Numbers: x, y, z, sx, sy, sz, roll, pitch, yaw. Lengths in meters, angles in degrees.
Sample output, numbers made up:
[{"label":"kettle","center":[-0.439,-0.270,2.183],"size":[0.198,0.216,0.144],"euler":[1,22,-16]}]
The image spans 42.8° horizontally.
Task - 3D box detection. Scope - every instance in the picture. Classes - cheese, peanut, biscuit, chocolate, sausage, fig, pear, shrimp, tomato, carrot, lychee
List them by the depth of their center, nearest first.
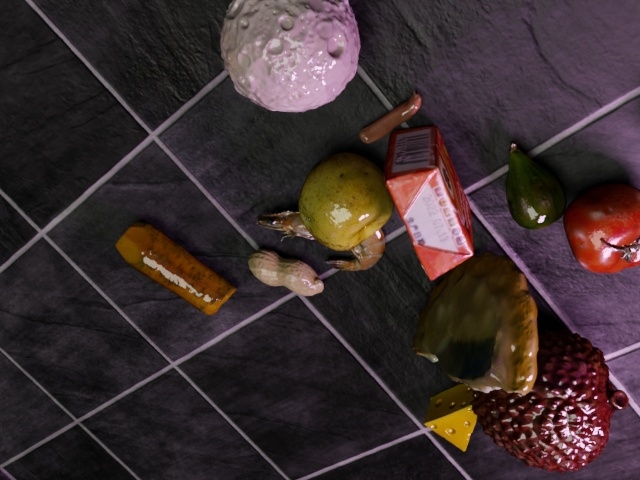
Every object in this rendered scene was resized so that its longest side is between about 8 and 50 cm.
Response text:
[{"label":"tomato","center":[0.541,-0.018,1.545],"size":[0.151,0.187,0.187],"euler":[45,139,39]},{"label":"fig","center":[0.401,-0.109,1.580],"size":[0.117,0.117,0.177],"euler":[-28,92,33]},{"label":"chocolate","center":[0.214,-0.085,1.586],"size":[0.108,0.237,0.234],"euler":[-19,114,16]},{"label":"sausage","center":[0.141,-0.241,1.628],"size":[0.158,0.036,0.042],"euler":[-34,96,34]},{"label":"pear","center":[0.046,-0.087,1.674],"size":[0.197,0.197,0.197],"euler":[10,125,15]},{"label":"biscuit","center":[0.309,0.195,1.704],"size":[0.078,0.329,0.335],"euler":[16,143,-33]},{"label":"lychee","center":[0.479,0.332,1.718],"size":[0.330,0.306,0.306],"euler":[-3,121,31]},{"label":"shrimp","center":[0.000,0.000,1.837],"size":[0.296,0.058,0.169],"euler":[5,126,14]},{"label":"peanut","center":[-0.080,0.077,1.903],"size":[0.187,0.082,0.082],"euler":[17,126,9]},{"label":"cheese","center":[0.348,0.396,1.940],"size":[0.126,0.093,0.171],"euler":[34,126,-2]},{"label":"carrot","center":[-0.353,0.071,1.984],"size":[0.302,0.114,0.114],"euler":[36,127,-6]}]

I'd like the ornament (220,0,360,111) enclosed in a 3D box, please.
[{"label":"ornament","center":[-0.057,-0.350,1.492],"size":[0.260,0.259,0.225],"euler":[5,96,18]}]
